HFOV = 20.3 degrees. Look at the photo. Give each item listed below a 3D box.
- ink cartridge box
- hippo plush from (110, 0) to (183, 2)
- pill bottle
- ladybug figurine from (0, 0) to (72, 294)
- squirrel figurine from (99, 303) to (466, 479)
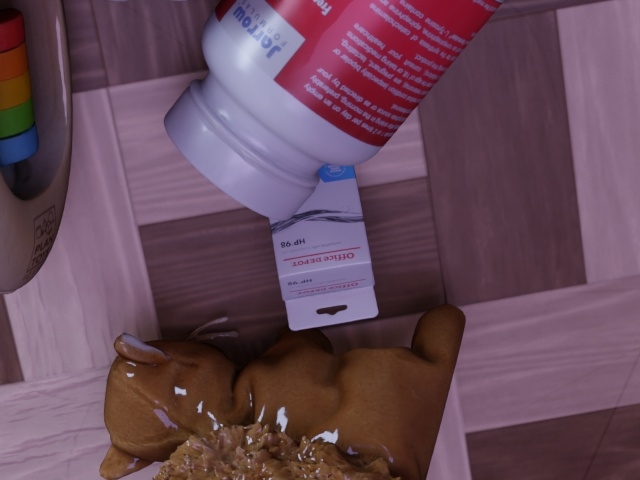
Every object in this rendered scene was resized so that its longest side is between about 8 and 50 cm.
[{"bbox_3d":[0.000,0.000,1.957,0.104,0.180,0.060,-10,151,-1],"label":"ink cartridge box"},{"bbox_3d":[-0.173,-0.381,1.707,0.294,0.234,0.236,-8,145,21],"label":"hippo plush"},{"bbox_3d":[0.027,-0.228,1.841,0.229,0.229,0.407,35,105,-16],"label":"pill bottle"},{"bbox_3d":[-0.367,-0.156,1.817,0.162,0.305,0.449,2,108,15],"label":"ladybug figurine"},{"bbox_3d":[-0.069,0.224,1.934,0.370,0.397,0.281,15,120,4],"label":"squirrel figurine"}]
